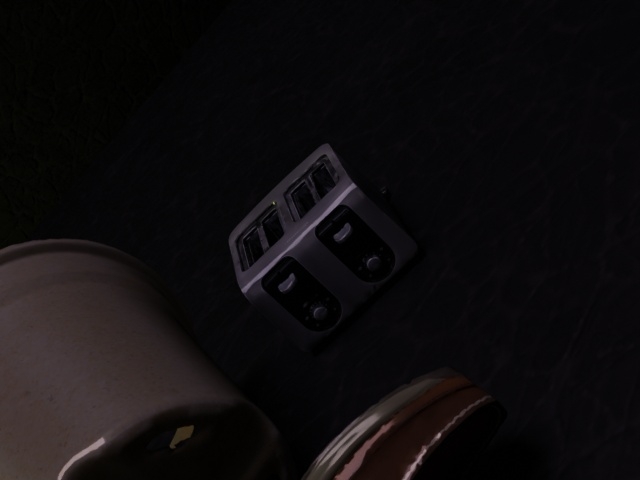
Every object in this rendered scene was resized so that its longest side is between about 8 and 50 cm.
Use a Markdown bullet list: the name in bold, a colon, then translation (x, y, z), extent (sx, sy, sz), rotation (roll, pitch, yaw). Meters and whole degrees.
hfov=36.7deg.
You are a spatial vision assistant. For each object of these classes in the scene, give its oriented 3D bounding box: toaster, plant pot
- **toaster**: translation (0.000, 0.000, 1.039), extent (0.168, 0.110, 0.186), rotation (-42, 24, 9)
- **plant pot**: translation (-0.188, 0.191, 0.854), extent (0.334, 0.334, 0.305), rotation (-53, 35, -13)

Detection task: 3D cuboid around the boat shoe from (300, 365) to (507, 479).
- **boat shoe**: translation (0.022, 0.238, 0.654), extent (0.324, 0.122, 0.120), rotation (-50, 54, -1)
